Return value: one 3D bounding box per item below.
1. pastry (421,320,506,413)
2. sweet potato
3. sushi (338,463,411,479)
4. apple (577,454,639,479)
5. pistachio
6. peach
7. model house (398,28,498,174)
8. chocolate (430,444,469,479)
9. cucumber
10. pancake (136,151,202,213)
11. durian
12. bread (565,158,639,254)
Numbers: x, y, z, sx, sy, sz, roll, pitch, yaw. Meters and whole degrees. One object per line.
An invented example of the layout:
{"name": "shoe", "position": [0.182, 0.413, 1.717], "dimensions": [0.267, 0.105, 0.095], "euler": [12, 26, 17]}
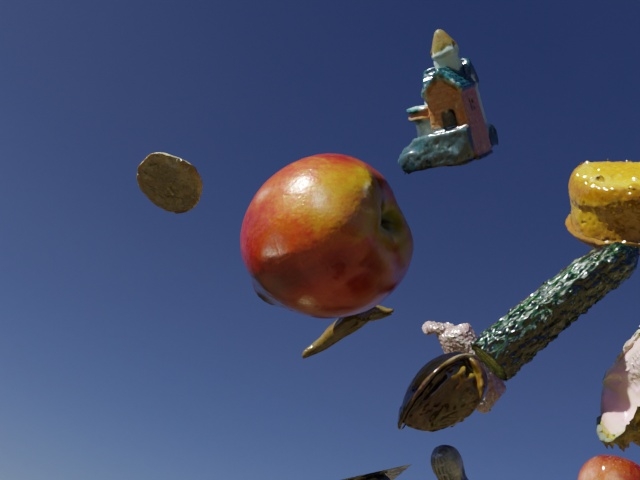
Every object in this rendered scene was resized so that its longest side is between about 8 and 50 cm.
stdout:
{"name": "pastry", "position": [0.363, 0.291, 1.771], "dimensions": [0.112, 0.265, 0.103], "euler": [-42, -14, 22]}
{"name": "sweet potato", "position": [0.056, 0.208, 1.726], "dimensions": [0.250, 0.059, 0.069], "euler": [-31, -39, -1]}
{"name": "sushi", "position": [0.100, 0.666, 1.890], "dimensions": [0.264, 0.050, 0.290], "euler": [-8, -26, -14]}
{"name": "apple", "position": [0.756, 0.650, 1.827], "dimensions": [0.201, 0.162, 0.201], "euler": [21, -33, 15]}
{"name": "pistachio", "position": [0.235, 0.304, 1.400], "dimensions": [0.210, 0.130, 0.165], "euler": [-37, -43, 1]}
{"name": "peach", "position": [0.000, 0.000, 1.548], "dimensions": [0.389, 0.388, 0.388], "euler": [13, -29, 7]}
{"name": "model house", "position": [0.260, -0.300, 1.540], "dimensions": [0.185, 0.253, 0.291], "euler": [-5, -79, 30]}
{"name": "chocolate", "position": [0.282, 0.513, 1.527], "dimensions": [0.072, 0.072, 0.166], "euler": [-13, -79, 42]}
{"name": "cucumber", "position": [0.430, 0.106, 1.273], "dimensions": [0.096, 0.359, 0.096], "euler": [51, -9, 12]}
{"name": "pancake", "position": [-0.293, -0.112, 1.388], "dimensions": [0.140, 0.022, 0.139], "euler": [9, -49, 11]}
{"name": "durian", "position": [0.611, 0.307, 1.363], "dimensions": [0.185, 0.196, 0.305], "euler": [42, -39, 12]}
{"name": "bread", "position": [0.695, -0.070, 1.593], "dimensions": [0.340, 0.179, 0.194], "euler": [5, -66, 38]}
